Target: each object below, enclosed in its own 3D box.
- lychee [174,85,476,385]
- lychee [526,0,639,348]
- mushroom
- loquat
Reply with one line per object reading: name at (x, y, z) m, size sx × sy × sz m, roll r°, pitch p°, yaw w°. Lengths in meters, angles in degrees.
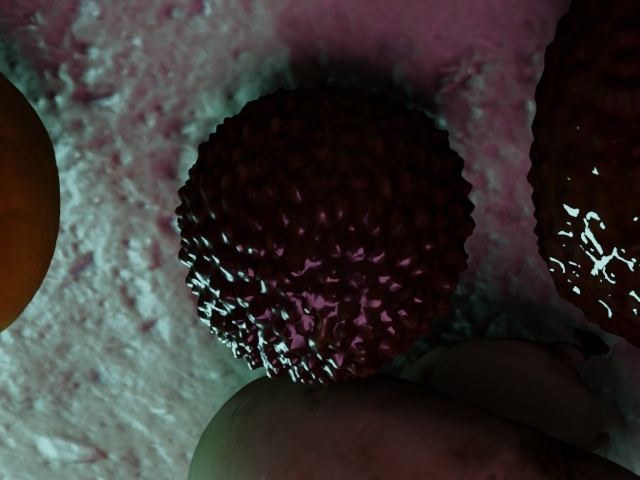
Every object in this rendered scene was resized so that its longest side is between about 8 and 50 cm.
lychee at (0.000, 0.000, 0.969) m, size 0.188 × 0.188 × 0.188 m, roll 1°, pitch 132°, yaw 1°
lychee at (0.234, -0.055, 0.872) m, size 0.261 × 0.260 × 0.260 m, roll 1°, pitch 132°, yaw 1°
mushroom at (0.093, 0.181, 1.091) m, size 0.362 × 0.294 × 0.362 m, roll 18°, pitch 165°, yaw 5°
loquat at (-0.251, -0.019, 0.941) m, size 0.208 × 0.208 × 0.208 m, roll 1°, pitch 132°, yaw 1°
